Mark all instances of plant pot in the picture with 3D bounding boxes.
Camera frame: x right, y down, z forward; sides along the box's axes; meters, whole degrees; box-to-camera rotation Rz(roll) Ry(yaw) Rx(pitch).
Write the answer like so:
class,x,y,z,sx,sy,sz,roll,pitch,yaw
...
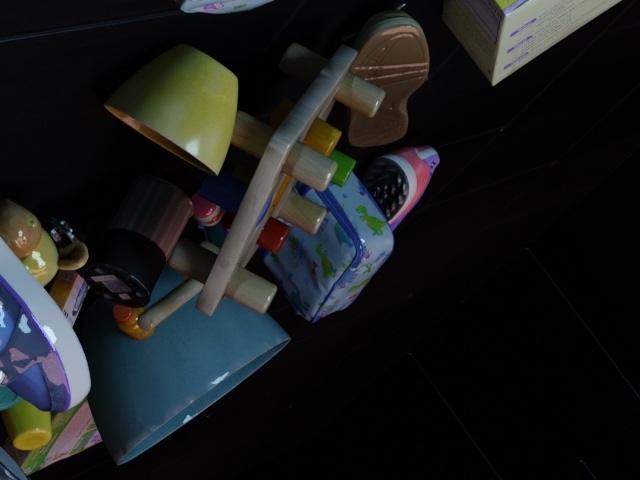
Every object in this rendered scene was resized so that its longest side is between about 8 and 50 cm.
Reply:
class,x,y,z,sx,sy,sz,roll,pitch,yaw
plant pot,-0.213,0.142,2.165,0.290,0.195,0.290,-36,174,-4
plant pot,-0.137,-0.140,1.597,0.095,0.134,0.134,-59,168,-5

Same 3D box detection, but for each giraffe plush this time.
class,x,y,z,sx,sy,sz,roll,pitch,yaw
giraffe plush,-0.336,0.035,1.650,0.170,0.181,0.210,-52,168,-38

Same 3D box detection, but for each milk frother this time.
class,x,y,z,sx,sy,sz,roll,pitch,yaw
milk frother,-0.237,-0.019,1.818,0.143,0.129,0.134,67,38,-49

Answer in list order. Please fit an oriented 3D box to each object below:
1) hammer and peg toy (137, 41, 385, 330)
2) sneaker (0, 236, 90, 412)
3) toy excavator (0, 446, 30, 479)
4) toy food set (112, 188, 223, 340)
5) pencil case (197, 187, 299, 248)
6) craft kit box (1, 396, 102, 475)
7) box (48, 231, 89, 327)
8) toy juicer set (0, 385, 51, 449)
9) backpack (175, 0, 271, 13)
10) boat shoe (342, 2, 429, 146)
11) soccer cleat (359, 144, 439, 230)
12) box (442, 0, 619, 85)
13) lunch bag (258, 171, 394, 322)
class,x,y,z,sx,sy,sz,roll,pitch,yaw
hammer and peg toy,-0.067,-0.027,1.795,0.361,0.127,0.266,-63,177,34
sneaker,-0.369,0.088,1.391,0.130,0.323,0.236,6,-136,49
toy excavator,-0.477,0.193,1.466,0.222,0.433,0.445,-42,-172,-6
toy food set,-0.183,0.014,2.009,0.232,0.111,0.104,-40,166,-3
pencil case,-0.093,-0.030,2.182,0.152,0.064,0.070,-23,146,-41
craft kit box,-0.340,0.246,2.384,0.247,0.061,0.250,-24,161,-43
box,-0.305,0.064,1.914,0.081,0.028,0.136,88,24,-74
toy juicer set,-0.450,0.169,1.998,0.209,0.089,0.329,-11,147,-13
backpack,-0.068,-0.258,1.340,0.152,0.115,0.182,-41,163,32
boat shoe,0.068,-0.210,1.944,0.105,0.089,0.285,-6,158,-9
soccer cleat,0.081,-0.036,2.515,0.116,0.108,0.318,-28,163,-43
box,0.268,-0.328,1.924,0.213,0.117,0.243,-34,168,-5
lunch bag,0.000,0.000,2.284,0.090,0.176,0.219,-19,158,-35
